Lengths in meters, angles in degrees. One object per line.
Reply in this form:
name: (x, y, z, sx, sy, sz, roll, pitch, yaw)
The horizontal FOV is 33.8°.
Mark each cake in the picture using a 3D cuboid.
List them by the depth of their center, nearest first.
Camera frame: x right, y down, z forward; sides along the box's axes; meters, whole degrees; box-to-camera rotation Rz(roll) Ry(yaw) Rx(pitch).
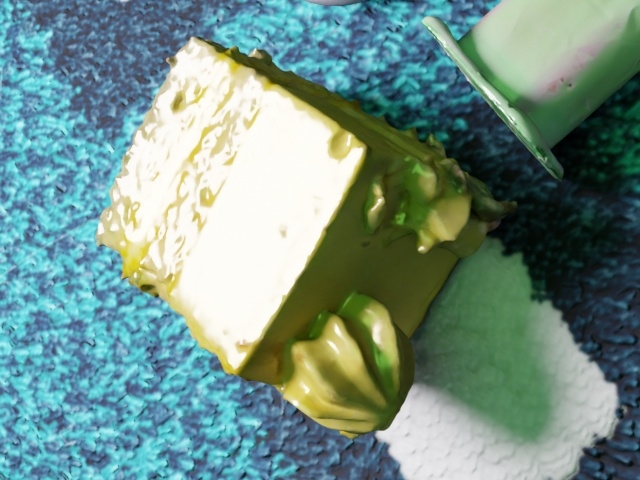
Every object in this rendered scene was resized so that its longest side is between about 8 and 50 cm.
cake: (0.000, 0.000, 0.863, 0.286, 0.222, 0.227, 34, 103, 29)

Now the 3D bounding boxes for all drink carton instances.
drink carton: (0.189, -0.150, 0.827, 0.142, 0.144, 0.146, -42, 65, 9)

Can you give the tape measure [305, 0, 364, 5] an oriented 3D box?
tape measure: (0.016, -0.305, 0.966, 0.178, 0.105, 0.196, -45, 66, 10)
